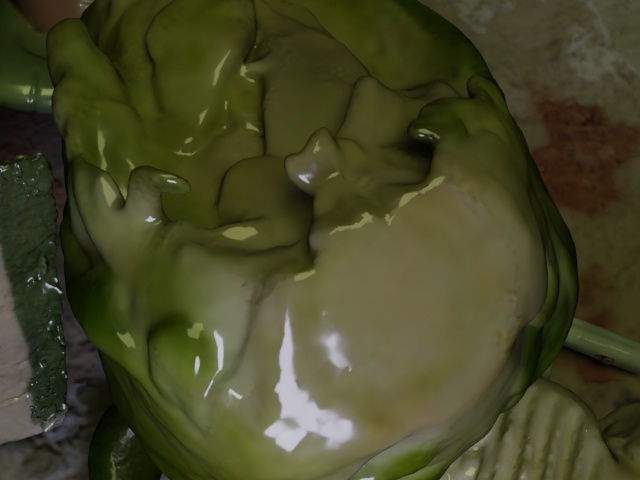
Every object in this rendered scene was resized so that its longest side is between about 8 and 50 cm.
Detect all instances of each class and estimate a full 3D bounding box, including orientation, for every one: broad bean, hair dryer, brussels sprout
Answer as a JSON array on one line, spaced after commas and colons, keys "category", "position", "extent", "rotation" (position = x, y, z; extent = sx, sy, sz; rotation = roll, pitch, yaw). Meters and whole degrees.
[{"category": "broad bean", "position": [-0.139, 0.221, 0.918], "extent": [0.053, 0.052, 0.256], "rotation": [-2, 66, 28]}, {"category": "hair dryer", "position": [0.196, 0.080, 1.076], "extent": [0.137, 0.047, 0.082], "rotation": [20, 65, -16]}, {"category": "brussels sprout", "position": [0.000, 0.000, 0.792], "extent": [0.276, 0.371, 0.314], "rotation": [-19, 118, -4]}]

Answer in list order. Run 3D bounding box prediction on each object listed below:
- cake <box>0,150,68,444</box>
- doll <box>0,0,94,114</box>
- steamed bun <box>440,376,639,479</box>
[{"category": "cake", "position": [-0.225, 0.049, 0.840], "extent": [0.158, 0.283, 0.172], "rotation": [-17, 89, -21]}, {"category": "doll", "position": [-0.139, -0.200, 0.990], "extent": [0.269, 0.216, 0.284], "rotation": [-6, 46, -12]}, {"category": "steamed bun", "position": [0.166, 0.265, 0.888], "extent": [0.352, 0.247, 0.339], "rotation": [-6, 52, -1]}]
